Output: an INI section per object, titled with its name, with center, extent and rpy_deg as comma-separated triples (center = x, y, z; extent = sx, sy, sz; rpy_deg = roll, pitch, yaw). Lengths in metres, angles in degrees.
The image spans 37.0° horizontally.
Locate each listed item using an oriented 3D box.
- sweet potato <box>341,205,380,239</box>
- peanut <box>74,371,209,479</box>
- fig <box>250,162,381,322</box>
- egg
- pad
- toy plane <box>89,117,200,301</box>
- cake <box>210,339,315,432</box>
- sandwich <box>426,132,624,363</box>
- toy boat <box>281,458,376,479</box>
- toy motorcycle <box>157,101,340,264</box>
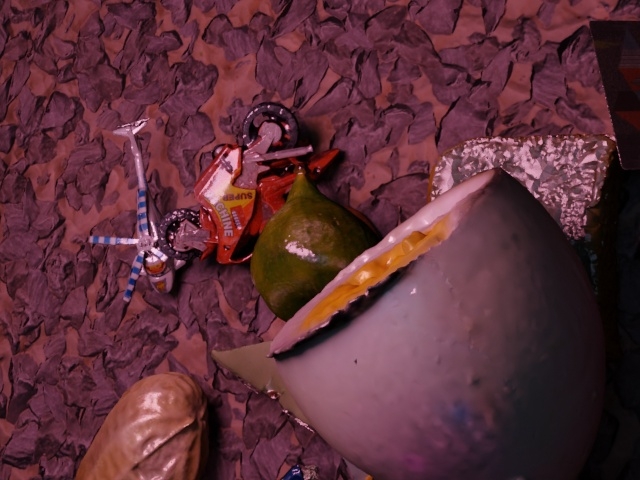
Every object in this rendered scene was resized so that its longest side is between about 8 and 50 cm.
[sweet potato]
center = 0.062, -0.019, 1.434
extent = 0.034, 0.034, 0.095
rpy_deg = -46, 69, 12
[peanut]
center = -0.279, 0.358, 1.466
extent = 0.174, 0.158, 0.340
rpy_deg = 33, 101, 0
[fig]
center = 0.000, 0.000, 1.392
extent = 0.203, 0.203, 0.235
rpy_deg = -20, 51, 23
[egg]
center = 0.167, 0.146, 1.082
extent = 0.354, 0.354, 0.340
rpy_deg = -37, 94, 16
[pad]
center = 0.430, -0.192, 1.239
extent = 0.142, 0.003, 0.211
rpy_deg = -4, 73, -14
[toy plane]
center = -0.291, -0.047, 1.571
extent = 0.182, 0.107, 0.273
rpy_deg = -30, 77, 3
[cake]
center = 0.000, 0.160, 1.362
extent = 0.283, 0.158, 0.172
rpy_deg = 26, 91, 33
[sandwich]
center = 0.267, 0.005, 1.280
extent = 0.271, 0.099, 0.301
rpy_deg = 0, 80, 26
[toy boat]
center = 0.082, 0.338, 1.282
extent = 0.291, 0.220, 0.067
rpy_deg = -27, 31, -1
[toy motorcycle]
center = -0.116, -0.069, 1.485
extent = 0.171, 0.089, 0.298
rpy_deg = 39, 97, -7
